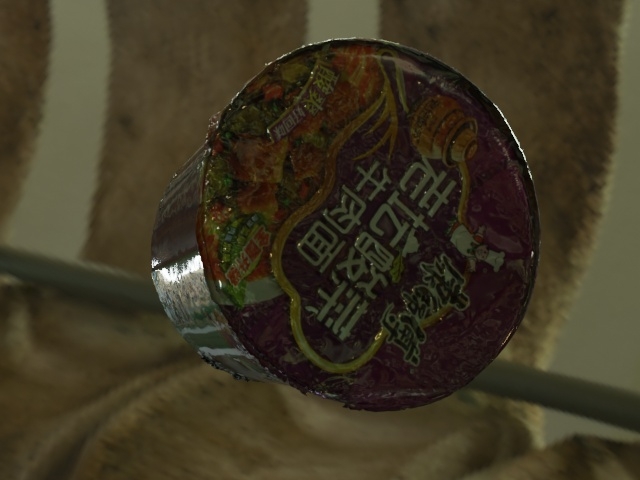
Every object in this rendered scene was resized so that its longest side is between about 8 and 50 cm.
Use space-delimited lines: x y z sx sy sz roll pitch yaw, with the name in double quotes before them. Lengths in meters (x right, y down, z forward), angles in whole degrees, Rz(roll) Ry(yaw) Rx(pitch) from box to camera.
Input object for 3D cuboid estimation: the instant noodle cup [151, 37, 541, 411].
"instant noodle cup" 0.000 0.000 1.308 0.190 0.251 0.251 -19 -127 66
